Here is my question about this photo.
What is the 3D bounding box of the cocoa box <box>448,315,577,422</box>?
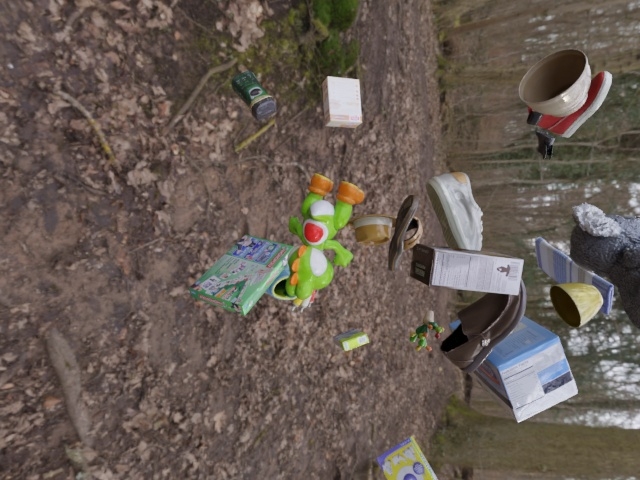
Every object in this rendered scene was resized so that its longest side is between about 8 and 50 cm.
[{"bbox_3d":[0.656,0.404,1.425,0.347,0.231,0.228,-126,-170,-76],"label":"cocoa box"}]

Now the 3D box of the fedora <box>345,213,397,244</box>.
[{"bbox_3d":[0.183,-0.031,1.404,0.194,0.194,0.079,45,43,-68],"label":"fedora"}]

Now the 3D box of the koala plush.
[{"bbox_3d":[0.535,0.028,0.695,0.221,0.203,0.196,43,-3,40],"label":"koala plush"}]

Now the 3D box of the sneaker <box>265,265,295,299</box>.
[{"bbox_3d":[-0.089,0.131,1.550,0.319,0.208,0.127,-27,120,-29],"label":"sneaker"}]

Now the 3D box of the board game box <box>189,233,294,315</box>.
[{"bbox_3d":[-0.255,0.102,1.369,0.317,0.213,0.046,-51,146,-44],"label":"board game box"}]

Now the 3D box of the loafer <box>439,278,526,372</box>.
[{"bbox_3d":[0.486,0.252,1.232,0.134,0.130,0.366,-81,-167,-67],"label":"loafer"}]

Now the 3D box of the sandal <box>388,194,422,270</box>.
[{"bbox_3d":[0.194,-0.011,0.906,0.090,0.060,0.219,-74,172,-48],"label":"sandal"}]

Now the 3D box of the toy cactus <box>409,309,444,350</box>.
[{"bbox_3d":[0.497,0.410,1.865,0.219,0.112,0.180,117,-1,-57],"label":"toy cactus"}]

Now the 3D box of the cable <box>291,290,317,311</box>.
[{"bbox_3d":[-0.028,0.154,1.612,0.139,0.072,0.287,-5,126,-50],"label":"cable"}]

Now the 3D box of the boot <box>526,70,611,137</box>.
[{"bbox_3d":[0.781,-0.450,1.301,0.244,0.176,0.088,103,10,-61],"label":"boot"}]

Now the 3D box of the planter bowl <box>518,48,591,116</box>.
[{"bbox_3d":[0.619,-0.391,1.048,0.109,0.162,0.162,31,44,-31],"label":"planter bowl"}]

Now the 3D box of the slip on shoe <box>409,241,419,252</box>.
[{"bbox_3d":[0.504,0.041,2.160,0.135,0.051,0.041,80,15,-60],"label":"slip on shoe"}]

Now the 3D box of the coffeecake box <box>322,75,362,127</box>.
[{"bbox_3d":[0.089,-0.571,1.679,0.068,0.142,0.185,165,-78,-70],"label":"coffeecake box"}]

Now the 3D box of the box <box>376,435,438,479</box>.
[{"bbox_3d":[0.225,0.581,0.967,0.179,0.105,0.043,57,10,27],"label":"box"}]

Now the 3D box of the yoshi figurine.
[{"bbox_3d":[0.000,0.000,1.215,0.203,0.203,0.362,20,-90,62],"label":"yoshi figurine"}]

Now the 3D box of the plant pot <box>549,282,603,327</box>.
[{"bbox_3d":[0.763,0.177,1.193,0.134,0.095,0.134,-22,90,-90],"label":"plant pot"}]

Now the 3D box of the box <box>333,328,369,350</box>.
[{"bbox_3d":[0.121,0.408,1.675,0.178,0.109,0.042,158,-86,-77],"label":"box"}]

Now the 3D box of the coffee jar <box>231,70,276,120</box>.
[{"bbox_3d":[-0.242,-0.527,1.482,0.184,0.096,0.079,54,-15,18],"label":"coffee jar"}]

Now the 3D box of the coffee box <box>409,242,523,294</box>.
[{"bbox_3d":[0.382,0.073,1.079,0.141,0.246,0.098,-146,-117,-81],"label":"coffee box"}]

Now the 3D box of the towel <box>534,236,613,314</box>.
[{"bbox_3d":[0.862,0.115,1.385,0.209,0.034,0.285,50,0,-44],"label":"towel"}]

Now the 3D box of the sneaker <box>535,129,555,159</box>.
[{"bbox_3d":[0.965,-0.416,1.755,0.170,0.051,0.089,-81,176,-60],"label":"sneaker"}]

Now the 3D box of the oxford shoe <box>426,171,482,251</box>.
[{"bbox_3d":[0.479,-0.040,1.342,0.449,0.130,0.169,60,2,-33],"label":"oxford shoe"}]
